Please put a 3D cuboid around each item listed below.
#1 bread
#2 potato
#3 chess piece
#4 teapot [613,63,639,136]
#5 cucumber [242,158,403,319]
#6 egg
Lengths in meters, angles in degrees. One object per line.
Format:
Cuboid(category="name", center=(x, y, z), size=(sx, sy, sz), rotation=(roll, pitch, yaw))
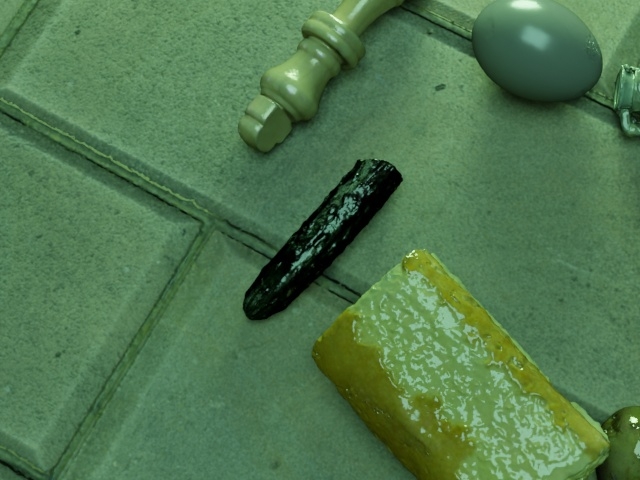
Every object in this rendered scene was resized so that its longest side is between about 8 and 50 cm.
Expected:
Cuboid(category="bread", center=(0.182, 0.218, 1.698), size=(0.236, 0.165, 0.375), rotation=(-46, 73, 8))
Cuboid(category="potato", center=(0.400, 0.303, 1.705), size=(0.089, 0.100, 0.172), rotation=(9, 78, 12))
Cuboid(category="chess piece", center=(0.019, -0.293, 1.896), size=(0.117, 0.117, 0.397), rotation=(36, 81, 13))
Cuboid(category="teapot", center=(0.528, -0.193, 1.847), size=(0.200, 0.077, 0.107), rotation=(8, 87, 5))
Cuboid(category="cucumber", center=(0.000, 0.000, 1.829), size=(0.072, 0.081, 0.303), rotation=(44, 80, -19))
Cuboid(category="egg", center=(0.315, -0.277, 1.847), size=(0.198, 0.146, 0.146), rotation=(32, 79, 5))
